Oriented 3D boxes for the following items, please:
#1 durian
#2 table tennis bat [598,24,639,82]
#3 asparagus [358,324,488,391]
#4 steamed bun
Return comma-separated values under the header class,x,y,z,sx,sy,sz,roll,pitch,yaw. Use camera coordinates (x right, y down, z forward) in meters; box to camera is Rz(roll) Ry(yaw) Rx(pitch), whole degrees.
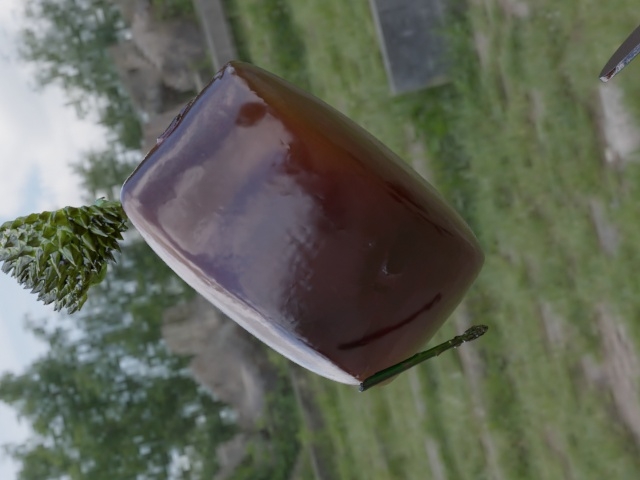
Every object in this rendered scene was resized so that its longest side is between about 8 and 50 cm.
class,x,y,z,sx,sy,sz,roll,pitch,yaw
durian,-0.348,-0.002,1.844,0.157,0.169,0.355,40,164,-11
table tennis bat,0.320,-0.208,1.305,0.014,0.158,0.095,41,-143,-2
asparagus,0.103,0.114,1.353,0.013,0.166,0.016,65,151,4
steamed bun,0.000,0.000,1.406,0.379,0.235,0.248,36,-176,-34
